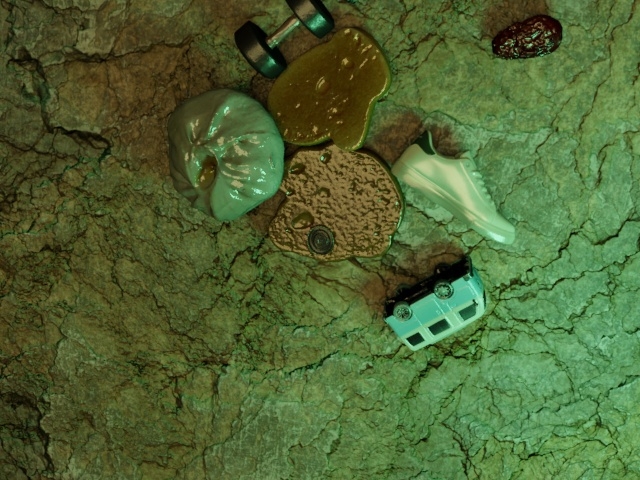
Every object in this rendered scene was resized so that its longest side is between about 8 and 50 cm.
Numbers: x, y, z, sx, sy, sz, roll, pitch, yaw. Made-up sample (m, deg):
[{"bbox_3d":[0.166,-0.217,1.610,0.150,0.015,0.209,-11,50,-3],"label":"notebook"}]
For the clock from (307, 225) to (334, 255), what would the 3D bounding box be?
[{"bbox_3d":[0.000,0.000,1.953,0.074,0.010,0.083,-5,107,11],"label":"clock"}]

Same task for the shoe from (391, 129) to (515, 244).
[{"bbox_3d":[0.369,-0.141,1.855,0.363,0.132,0.160,34,105,2],"label":"shoe"}]

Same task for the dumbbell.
[{"bbox_3d":[-0.088,-0.520,1.797,0.218,0.152,0.152,-36,98,18],"label":"dumbbell"}]

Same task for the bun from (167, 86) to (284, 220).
[{"bbox_3d":[-0.264,-0.221,1.874,0.355,0.194,0.354,10,115,23],"label":"bun"}]

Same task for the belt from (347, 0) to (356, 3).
[{"bbox_3d":[0.002,-0.673,1.706,0.258,0.207,0.150,27,109,-15],"label":"belt"}]

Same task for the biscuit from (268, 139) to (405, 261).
[{"bbox_3d":[0.029,-0.092,1.955,0.381,0.074,0.358,-23,100,18],"label":"biscuit"}]

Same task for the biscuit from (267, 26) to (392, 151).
[{"bbox_3d":[0.034,-0.360,1.851,0.344,0.057,0.287,-36,82,17],"label":"biscuit"}]

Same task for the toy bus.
[{"bbox_3d":[0.319,0.173,1.957,0.271,0.133,0.164,-31,105,20],"label":"toy bus"}]

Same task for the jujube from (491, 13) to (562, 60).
[{"bbox_3d":[0.493,-0.485,1.739,0.166,0.104,0.104,-1,108,24],"label":"jujube"}]
